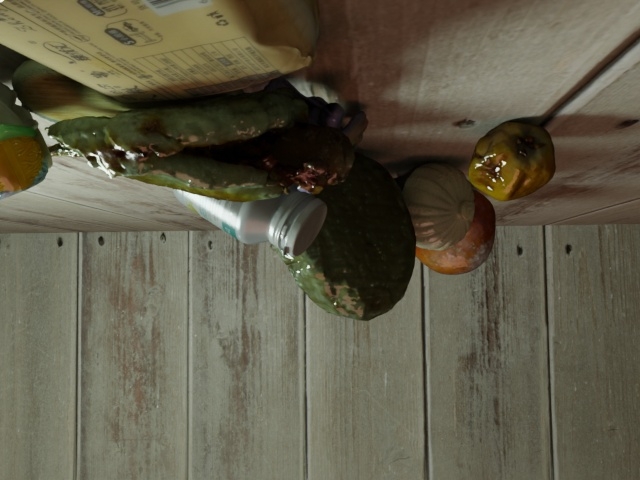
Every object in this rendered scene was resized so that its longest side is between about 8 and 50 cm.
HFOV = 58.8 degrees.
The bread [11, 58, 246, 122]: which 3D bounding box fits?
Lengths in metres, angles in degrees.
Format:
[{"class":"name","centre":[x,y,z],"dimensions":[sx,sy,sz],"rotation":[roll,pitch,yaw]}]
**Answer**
[{"class":"bread","centre":[-0.210,-0.165,0.653],"dimensions":[0.266,0.041,0.267],"rotation":[0,177,0]}]

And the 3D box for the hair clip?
[{"class":"hair clip","centre":[0.001,-0.128,0.749],"dimensions":[0.090,0.137,0.278],"rotation":[35,-174,15]}]

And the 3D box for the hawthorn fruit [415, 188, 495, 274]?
[{"class":"hawthorn fruit","centre":[0.326,-0.045,1.458],"dimensions":[0.231,0.263,0.235],"rotation":[-38,177,12]}]

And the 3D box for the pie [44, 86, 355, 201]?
[{"class":"pie","centre":[-0.128,-0.095,0.557],"dimensions":[0.256,0.106,0.274],"rotation":[1,-173,-25]}]

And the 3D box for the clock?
[{"class":"clock","centre":[-0.365,-0.116,0.601],"dimensions":[0.103,0.144,0.230],"rotation":[-32,-157,-34]}]

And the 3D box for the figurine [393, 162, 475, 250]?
[{"class":"figurine","centre":[0.160,-0.066,1.201],"dimensions":[0.331,0.185,0.205],"rotation":[-7,-150,22]}]

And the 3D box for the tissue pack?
[{"class":"tissue pack","centre":[-0.110,-0.160,0.355],"dimensions":[0.186,0.091,0.222],"rotation":[-4,177,15]}]

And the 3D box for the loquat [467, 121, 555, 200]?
[{"class":"loquat","centre":[0.295,-0.123,0.874],"dimensions":[0.137,0.113,0.137],"rotation":[9,157,4]}]

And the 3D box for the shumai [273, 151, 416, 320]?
[{"class":"shumai","centre":[0.000,0.000,1.091],"dimensions":[0.291,0.330,0.288],"rotation":[-28,-176,-38]}]

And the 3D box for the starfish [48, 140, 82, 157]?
[{"class":"starfish","centre":[-0.249,-0.115,0.737],"dimensions":[0.208,0.053,0.176],"rotation":[9,-177,-27]}]

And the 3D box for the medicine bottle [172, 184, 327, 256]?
[{"class":"medicine bottle","centre":[-0.102,-0.067,0.850],"dimensions":[0.215,0.135,0.135],"rotation":[32,-174,15]}]
